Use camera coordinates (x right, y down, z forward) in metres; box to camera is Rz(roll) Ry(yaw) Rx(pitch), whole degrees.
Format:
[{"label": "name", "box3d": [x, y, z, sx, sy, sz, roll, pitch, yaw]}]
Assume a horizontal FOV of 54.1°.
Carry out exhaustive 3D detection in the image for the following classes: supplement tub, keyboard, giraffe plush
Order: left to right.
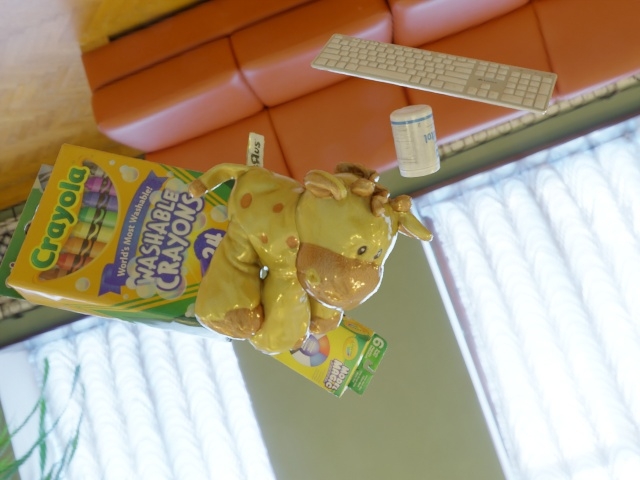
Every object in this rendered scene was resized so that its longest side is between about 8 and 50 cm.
[{"label": "giraffe plush", "box3d": [0.000, 0.000, 0.553, 0.181, 0.211, 0.170, -16, -169, -43]}, {"label": "supplement tub", "box3d": [0.159, -0.167, 1.049, 0.070, 0.107, 0.071, -12, -159, 5]}, {"label": "keyboard", "box3d": [0.119, -0.183, 0.677, 0.255, 0.014, 0.072, 16, -136, 17]}]

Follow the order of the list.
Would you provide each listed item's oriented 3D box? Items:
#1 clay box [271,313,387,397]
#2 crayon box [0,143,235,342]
[{"label": "clay box", "box3d": [-0.002, 0.184, 1.128, 0.128, 0.222, 0.053, -66, 165, 19]}, {"label": "crayon box", "box3d": [-0.253, -0.002, 0.818, 0.322, 0.203, 0.083, 11, 157, 0]}]
